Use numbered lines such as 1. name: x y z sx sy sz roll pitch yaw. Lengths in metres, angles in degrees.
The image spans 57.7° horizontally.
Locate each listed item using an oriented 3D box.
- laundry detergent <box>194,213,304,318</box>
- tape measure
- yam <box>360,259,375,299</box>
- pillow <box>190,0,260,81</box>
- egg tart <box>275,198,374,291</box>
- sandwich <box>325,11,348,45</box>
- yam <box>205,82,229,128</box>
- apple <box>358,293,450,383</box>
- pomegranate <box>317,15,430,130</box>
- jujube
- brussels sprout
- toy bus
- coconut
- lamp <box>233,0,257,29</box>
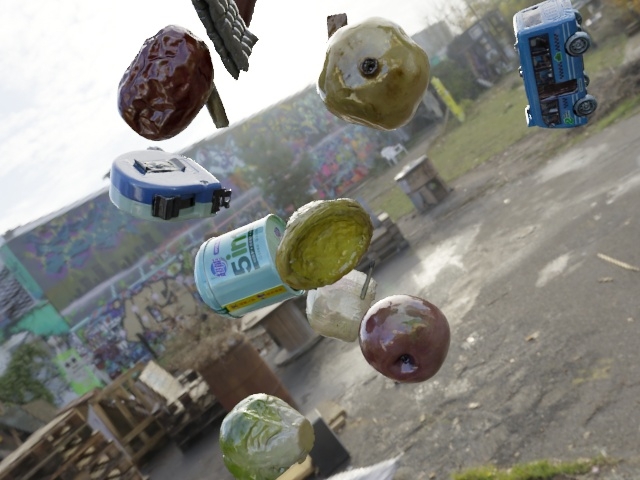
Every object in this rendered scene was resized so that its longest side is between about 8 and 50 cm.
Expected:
1. laundry detergent: -0.242 0.099 1.933 0.305 0.287 0.287 -21 10 16
2. tape measure: -0.380 -0.155 1.287 0.215 0.351 0.098 -13 -54 -42
3. yam: 0.119 0.098 1.461 0.014 0.014 0.107 -23 45 67
4. pillow: -0.318 -0.729 1.931 0.101 0.326 0.228 -14 44 17
5. egg tart: 0.000 0.000 1.766 0.345 0.345 0.132 -37 46 -7
6. sandwich: 0.071 -0.740 2.359 0.099 0.272 0.301 -1 3 -1
7. yam: -0.409 -0.552 2.102 0.071 0.318 0.067 -25 5 -37
8. apple: 0.270 0.315 1.845 0.305 0.306 0.235 -35 24 19
9. pomegranate: 0.150 -0.469 1.680 0.332 0.333 0.332 -36 6 4
10. jujube: -0.511 -0.521 1.942 0.377 0.276 0.276 -48 1 20
11. brussels sprout: -0.189 0.644 1.900 0.316 0.274 0.242 -38 -17 14
12. toy bus: 0.464 -0.342 1.156 0.134 0.246 0.114 -10 42 21
13. coconut: 0.070 0.253 2.332 0.297 0.254 0.297 25 -90 -85
14. lamp: -0.351 -0.943 2.334 0.180 0.180 0.258 -69 -3 -80
